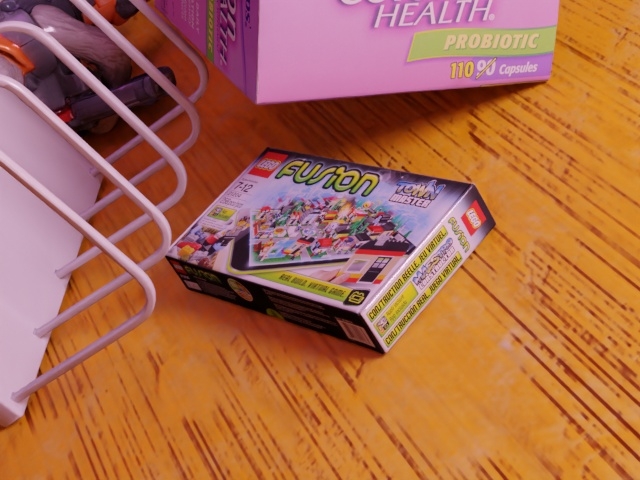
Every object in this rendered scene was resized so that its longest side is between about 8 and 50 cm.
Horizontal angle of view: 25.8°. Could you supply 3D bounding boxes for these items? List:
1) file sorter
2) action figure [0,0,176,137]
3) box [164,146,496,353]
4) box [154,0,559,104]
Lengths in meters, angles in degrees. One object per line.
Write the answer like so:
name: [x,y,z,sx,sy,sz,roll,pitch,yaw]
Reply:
file sorter: [-0.202,-0.058,0.971,0.173,0.193,0.278,-32,30,27]
action figure: [-0.286,-0.175,1.257,0.341,0.179,0.330,-18,26,21]
box: [0.000,0.000,0.896,0.207,0.036,0.114,13,54,49]
box: [0.017,-0.193,0.979,0.213,0.117,0.243,-7,25,-21]
